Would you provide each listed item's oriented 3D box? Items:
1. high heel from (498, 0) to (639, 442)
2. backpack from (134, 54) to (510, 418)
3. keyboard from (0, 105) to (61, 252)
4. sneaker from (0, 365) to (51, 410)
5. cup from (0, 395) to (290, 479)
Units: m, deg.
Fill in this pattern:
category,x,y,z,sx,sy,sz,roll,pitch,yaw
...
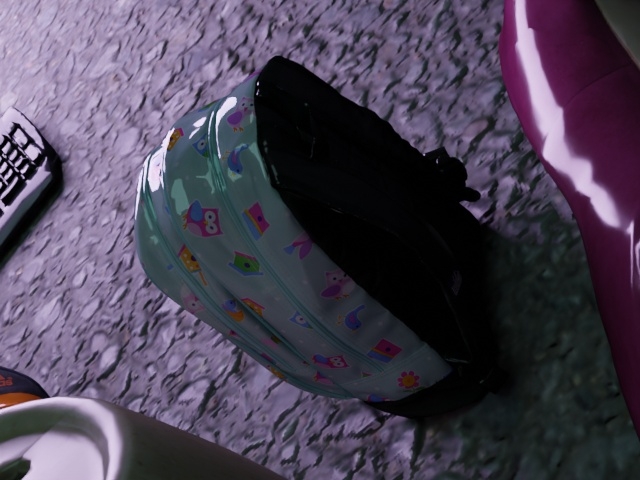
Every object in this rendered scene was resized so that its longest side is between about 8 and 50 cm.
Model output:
category,x,y,z,sx,sy,sz,roll,pitch,yaw
high heel,0.151,-0.003,0.684,0.181,0.127,0.377,128,152,-55
backpack,0.000,0.000,0.742,0.115,0.182,0.152,-34,41,24
keyboard,-0.336,0.022,1.214,0.317,0.033,0.201,-51,36,2
sneaker,-0.280,0.193,0.959,0.321,0.124,0.180,-30,35,17
cup,-0.079,0.196,0.528,0.331,0.237,0.331,-25,22,11
